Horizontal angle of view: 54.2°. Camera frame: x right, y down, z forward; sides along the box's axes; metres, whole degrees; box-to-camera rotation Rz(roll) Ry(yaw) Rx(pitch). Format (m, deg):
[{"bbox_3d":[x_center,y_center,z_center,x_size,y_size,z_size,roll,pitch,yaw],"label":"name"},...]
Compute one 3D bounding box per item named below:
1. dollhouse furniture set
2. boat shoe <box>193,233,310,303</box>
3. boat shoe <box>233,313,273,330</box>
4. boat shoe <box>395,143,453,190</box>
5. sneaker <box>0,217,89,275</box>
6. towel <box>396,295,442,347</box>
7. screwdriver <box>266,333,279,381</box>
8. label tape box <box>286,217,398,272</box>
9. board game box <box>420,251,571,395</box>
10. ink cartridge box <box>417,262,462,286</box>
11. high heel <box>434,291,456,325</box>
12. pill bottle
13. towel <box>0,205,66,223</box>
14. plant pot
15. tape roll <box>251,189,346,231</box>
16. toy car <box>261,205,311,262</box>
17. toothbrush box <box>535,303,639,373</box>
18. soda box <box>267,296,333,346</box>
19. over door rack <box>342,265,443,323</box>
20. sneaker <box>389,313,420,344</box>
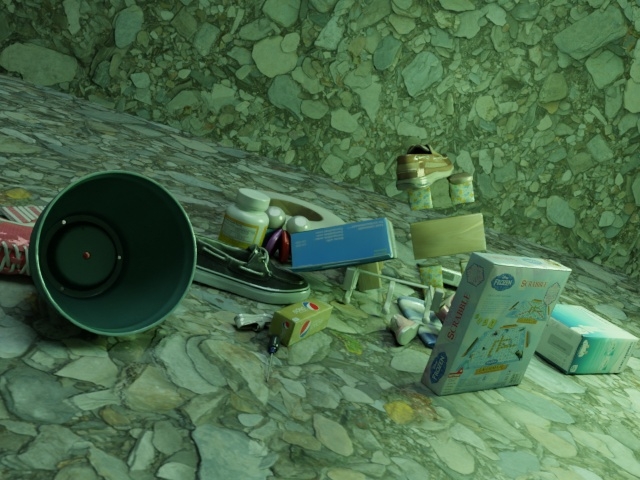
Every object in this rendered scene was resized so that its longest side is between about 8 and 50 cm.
[{"bbox_3d":[0.302,0.010,1.903,0.395,0.361,0.256,-8,12,7],"label":"dollhouse furniture set"},{"bbox_3d":[-0.173,0.068,1.535,0.336,0.119,0.121,14,16,-18],"label":"boat shoe"},{"bbox_3d":[-0.140,0.180,1.356,0.100,0.035,0.035,10,44,-42],"label":"boat shoe"},{"bbox_3d":[0.314,-0.234,1.870,0.123,0.116,0.324,-6,12,28],"label":"boat shoe"},{"bbox_3d":[-0.587,0.018,1.228,0.136,0.115,0.314,27,17,24],"label":"sneaker"},{"bbox_3d":[0.340,0.236,1.727,0.209,0.034,0.285,14,16,-14],"label":"towel"},{"bbox_3d":[-0.099,0.230,1.241,0.025,0.024,0.170,47,14,-9],"label":"screwdriver"},{"bbox_3d":[0.062,0.013,1.616,0.249,0.115,0.348,-9,-5,10],"label":"label tape box"},{"bbox_3d":[0.402,0.189,1.419,0.319,0.317,0.066,6,19,-41],"label":"board game box"},{"bbox_3d":[0.456,0.133,2.236,0.189,0.066,0.232,16,-6,-8],"label":"ink cartridge box"},{"bbox_3d":[0.370,0.211,1.694,0.117,0.082,0.244,51,10,7],"label":"high heel"},{"bbox_3d":[-0.205,-0.026,1.658,0.118,0.208,0.117,17,15,-5],"label":"pill bottle"},{"bbox_3d":[-0.659,-0.045,1.537,0.144,0.029,0.197,30,21,35],"label":"towel"},{"bbox_3d":[-0.410,0.026,1.173,0.293,0.292,0.196,5,-6,-41],"label":"plant pot"},{"bbox_3d":[-0.099,-0.073,2.126,0.392,0.071,0.392,18,15,-5],"label":"tape roll"},{"bbox_3d":[-0.120,-0.001,1.854,0.182,0.159,0.136,21,53,3],"label":"toy car"},{"bbox_3d":[0.755,0.287,1.860,0.296,0.126,0.216,7,18,-36],"label":"toothbrush box"},{"bbox_3d":[-0.043,0.179,1.408,0.058,0.061,0.181,25,17,24],"label":"soda box"},{"bbox_3d":[0.179,0.144,1.629,0.240,0.108,0.324,13,-1,7],"label":"over door rack"},{"bbox_3d":[0.198,0.222,1.572,0.070,0.050,0.134,23,12,22],"label":"sneaker"}]
